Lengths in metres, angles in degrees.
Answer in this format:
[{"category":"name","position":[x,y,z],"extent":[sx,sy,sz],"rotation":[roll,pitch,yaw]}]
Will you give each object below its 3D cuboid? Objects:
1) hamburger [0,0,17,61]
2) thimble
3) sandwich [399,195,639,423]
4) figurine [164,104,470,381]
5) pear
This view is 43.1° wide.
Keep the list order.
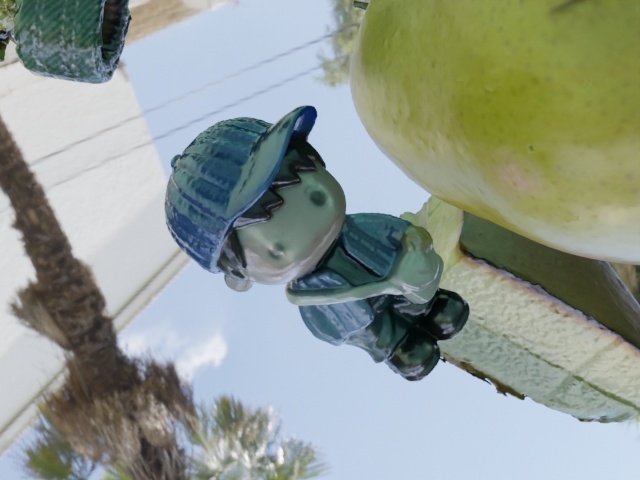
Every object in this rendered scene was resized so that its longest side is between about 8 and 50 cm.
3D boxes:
[{"category":"hamburger","position":[-0.378,-0.336,0.903],"extent":[0.139,0.243,0.261],"rotation":[8,-107,35]},{"category":"thimble","position":[-0.250,-0.226,0.825],"extent":[0.090,0.118,0.135],"rotation":[9,-131,-2]},{"category":"sandwich","position":[0.179,0.036,0.693],"extent":[0.220,0.108,0.186],"rotation":[30,-146,-12]},{"category":"figurine","position":[0.000,0.000,0.378],"extent":[0.086,0.149,0.087],"rotation":[-53,-162,-3]},{"category":"pear","position":[0.162,-0.122,0.450],"extent":[0.336,0.284,0.285],"rotation":[-11,-149,19]}]
